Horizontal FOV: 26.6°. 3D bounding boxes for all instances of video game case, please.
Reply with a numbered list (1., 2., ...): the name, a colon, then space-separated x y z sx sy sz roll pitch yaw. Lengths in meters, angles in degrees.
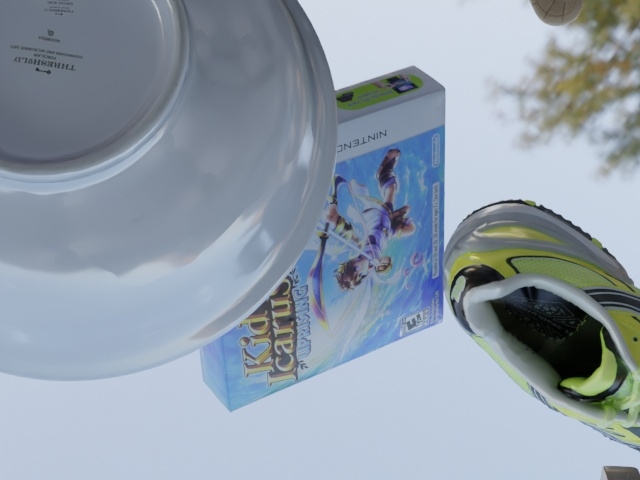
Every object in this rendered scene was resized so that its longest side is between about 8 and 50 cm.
1. video game case: 0.000 0.000 1.239 0.244 0.270 0.061 -20 -143 -23

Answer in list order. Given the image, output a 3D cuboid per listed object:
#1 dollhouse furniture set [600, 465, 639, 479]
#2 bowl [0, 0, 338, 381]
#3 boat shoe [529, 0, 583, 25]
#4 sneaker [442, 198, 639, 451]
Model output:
1. dollhouse furniture set: 0.391 0.279 1.359 0.303 0.174 0.355 3 -162 0
2. bowl: -0.136 -0.080 0.727 0.297 0.134 0.298 0 -105 -2
3. boat shoe: 0.313 -0.453 2.003 0.102 0.092 0.285 -20 -87 0
4. sneaker: 0.255 0.117 1.042 0.384 0.145 0.147 28 -155 5
